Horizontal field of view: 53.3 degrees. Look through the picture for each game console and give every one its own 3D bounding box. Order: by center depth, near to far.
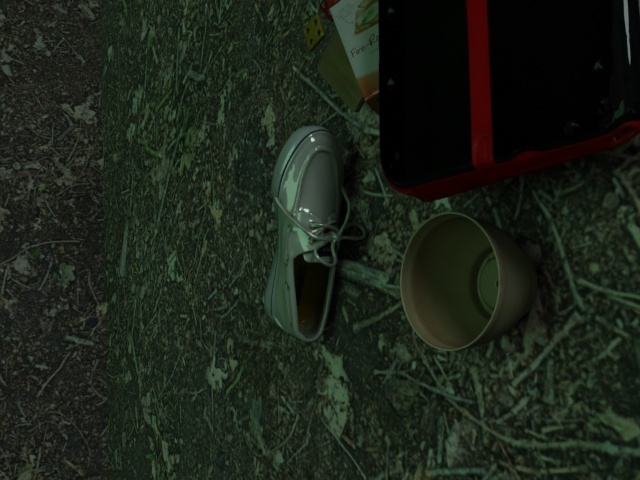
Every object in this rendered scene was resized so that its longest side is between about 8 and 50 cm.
[{"bbox_3d":[0.181,-0.252,0.691,0.342,0.060,0.386,-13,74,56],"label":"game console"}]

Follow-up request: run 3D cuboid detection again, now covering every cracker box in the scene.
[{"bbox_3d":[0.109,-0.310,0.918,0.156,0.067,0.232,-29,58,21],"label":"cracker box"}]

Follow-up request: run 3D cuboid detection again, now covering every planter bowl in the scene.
[{"bbox_3d":[0.189,0.050,0.769,0.162,0.109,0.162,-10,78,55],"label":"planter bowl"}]

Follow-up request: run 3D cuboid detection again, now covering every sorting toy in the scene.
[{"bbox_3d":[0.063,-0.306,1.050,0.274,0.046,0.132,56,131,34],"label":"sorting toy"}]

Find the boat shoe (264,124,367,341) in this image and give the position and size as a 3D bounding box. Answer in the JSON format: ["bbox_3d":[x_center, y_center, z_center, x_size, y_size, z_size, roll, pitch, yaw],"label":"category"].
[{"bbox_3d":[-0.008,0.002,1.052,0.156,0.136,0.366,32,116,54],"label":"boat shoe"}]
